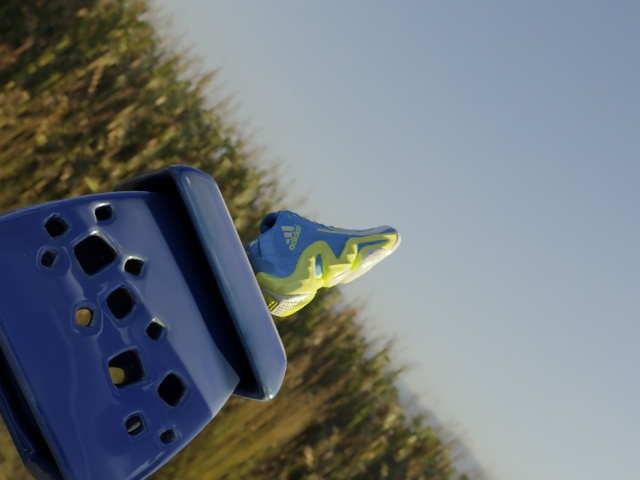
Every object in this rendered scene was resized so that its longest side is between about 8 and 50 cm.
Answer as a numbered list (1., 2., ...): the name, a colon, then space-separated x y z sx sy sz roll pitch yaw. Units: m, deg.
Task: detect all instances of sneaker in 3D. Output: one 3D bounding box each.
1. sneaker: 0.000 0.000 1.504 0.091 0.240 0.126 -39 -99 45

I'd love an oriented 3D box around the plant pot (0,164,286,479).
1. plant pot: -0.174 0.063 0.979 0.236 0.212 0.236 -6 -72 67
